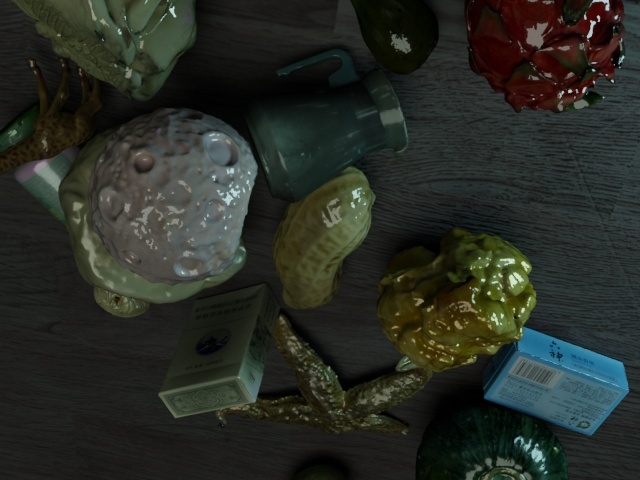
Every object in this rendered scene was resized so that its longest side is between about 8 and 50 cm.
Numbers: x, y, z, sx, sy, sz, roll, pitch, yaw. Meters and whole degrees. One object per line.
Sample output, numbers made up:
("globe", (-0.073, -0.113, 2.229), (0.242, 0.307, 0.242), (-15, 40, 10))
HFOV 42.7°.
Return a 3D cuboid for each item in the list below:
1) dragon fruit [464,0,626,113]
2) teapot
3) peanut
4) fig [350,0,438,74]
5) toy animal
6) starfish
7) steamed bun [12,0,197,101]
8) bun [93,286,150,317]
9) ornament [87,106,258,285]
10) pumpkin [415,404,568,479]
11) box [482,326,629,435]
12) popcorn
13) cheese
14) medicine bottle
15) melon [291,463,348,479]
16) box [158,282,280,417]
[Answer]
("dragon fruit", (0.303, -0.314, 1.095), (0.234, 0.233, 0.292), (1, 113, 9))
("teapot", (0.003, -0.181, 1.252), (0.225, 0.171, 0.203), (-21, 83, -5))
("peanut", (0.000, 0.000, 1.416), (0.153, 0.140, 0.325), (-16, 142, -30))
("fig", (0.097, -0.327, 1.187), (0.117, 0.117, 0.177), (-36, 98, 29))
("toy animal", (-0.446, -0.181, 1.303), (0.149, 0.275, 0.054), (34, 162, -22))
("starfish", (-0.001, 0.299, 1.666), (0.433, 0.082, 0.323), (10, 129, 5))
("steamed bun", (-0.300, -0.362, 1.165), (0.280, 0.207, 0.268), (31, 165, 17))
("bun", (-0.388, 0.109, 1.598), (0.115, 0.069, 0.115), (5, 127, 7))
("ornament", (-0.215, -0.064, 1.183), (0.225, 0.259, 0.259), (16, 126, -6))
("pumpkin", (0.335, 0.421, 1.603), (0.293, 0.263, 0.196), (2, 84, 16))
("box", (0.444, 0.267, 1.561), (0.232, 0.083, 0.142), (19, 126, -6))
("popcorn", (0.234, 0.101, 1.360), (0.265, 0.332, 0.225), (-25, 92, -6))
("cheese", (-0.266, -0.047, 1.364), (0.326, 0.115, 0.317), (31, 88, -25))
("medicine bottle", (-0.432, -0.104, 1.415), (0.133, 0.133, 0.274), (-28, 117, 26))
("melon", (-0.004, 0.570, 1.818), (0.139, 0.139, 0.192), (40, 126, -18))
("box", (-0.180, 0.198, 1.509), (0.164, 0.256, 0.069), (-15, 122, 19))
